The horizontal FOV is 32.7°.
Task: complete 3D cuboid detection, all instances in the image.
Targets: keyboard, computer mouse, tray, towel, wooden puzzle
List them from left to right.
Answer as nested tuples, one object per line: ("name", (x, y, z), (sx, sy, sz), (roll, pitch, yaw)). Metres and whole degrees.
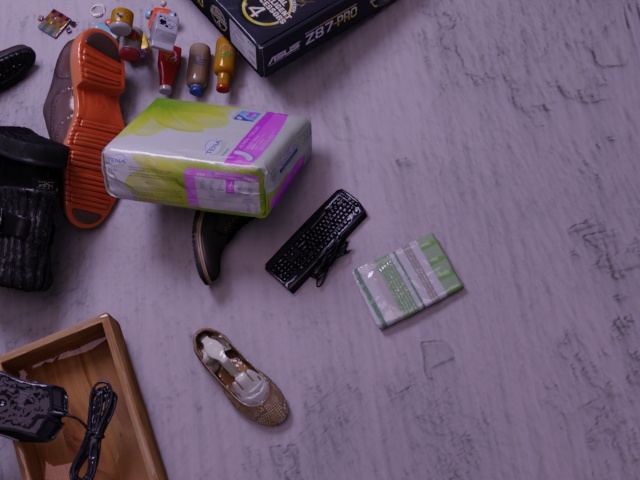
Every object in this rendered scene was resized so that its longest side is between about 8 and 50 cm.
("computer mouse", (-0.449, 0.297, 1.665), (0.262, 0.060, 0.184), (6, 66, 0))
("wooden puzzle", (-0.514, -0.419, 2.110), (0.083, 0.006, 0.049), (33, 77, 22))
("tray", (-0.359, 0.340, 1.701), (0.202, 0.076, 0.411), (-22, 66, 1))
("keyboard", (0.000, 0.000, 1.805), (0.100, 0.038, 0.192), (39, 80, 23))
("towel", (0.139, 0.066, 1.759), (0.152, 0.023, 0.113), (-26, 66, -2))

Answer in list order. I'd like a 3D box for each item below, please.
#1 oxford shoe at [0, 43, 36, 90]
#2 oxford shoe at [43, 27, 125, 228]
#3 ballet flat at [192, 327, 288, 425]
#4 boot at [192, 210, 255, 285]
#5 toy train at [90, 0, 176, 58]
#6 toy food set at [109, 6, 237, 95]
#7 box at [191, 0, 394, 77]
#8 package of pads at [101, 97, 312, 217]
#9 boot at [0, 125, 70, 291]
("oxford shoe", (-0.647, -0.322, 2.056), (0.227, 0.083, 0.096), (-25, 60, -1))
("oxford shoe", (-0.427, -0.191, 1.953), (0.132, 0.130, 0.364), (-14, 68, 42))
("ballet flat", (-0.135, 0.213, 1.723), (0.206, 0.067, 0.073), (39, 79, 23))
("boot", (-0.141, -0.026, 1.829), (0.137, 0.077, 0.198), (-4, 67, 4))
("toy train", (-0.354, -0.392, 2.046), (0.166, 0.046, 0.125), (6, 67, 11))
("toy food set", (-0.272, -0.325, 1.947), (0.232, 0.111, 0.105), (13, 65, -24))
("box", (-0.092, -0.513, 1.988), (0.318, 0.097, 0.395), (-32, 64, -18))
("package of pads", (-0.188, -0.140, 1.814), (0.296, 0.101, 0.229), (8, 32, 16))
("boot", (-0.564, -0.066, 1.902), (0.348, 0.131, 0.260), (22, 105, 50))
